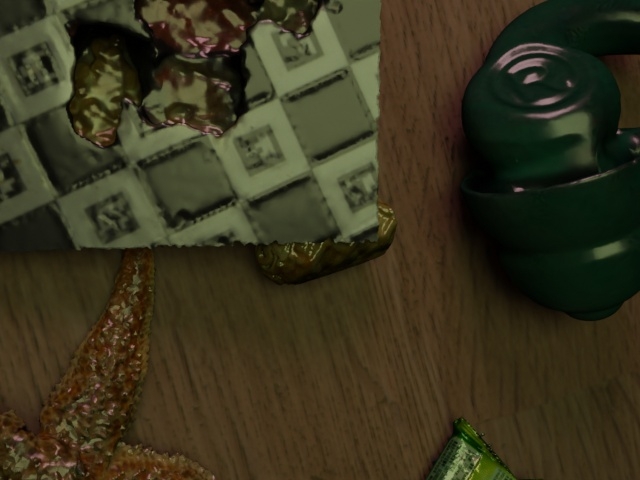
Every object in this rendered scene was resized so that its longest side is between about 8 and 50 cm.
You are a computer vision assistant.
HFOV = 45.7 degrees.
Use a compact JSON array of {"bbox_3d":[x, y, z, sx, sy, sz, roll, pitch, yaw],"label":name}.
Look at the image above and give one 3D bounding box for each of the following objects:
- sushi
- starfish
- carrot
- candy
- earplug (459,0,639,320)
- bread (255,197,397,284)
[{"bbox_3d":[-0.101,-0.135,0.560,0.294,0.059,0.292,1,95,-9],"label":"sushi"},{"bbox_3d":[-0.219,0.154,0.512,0.294,0.084,0.301,-16,93,-20],"label":"starfish"},{"bbox_3d":[-0.118,-0.181,0.601,0.139,0.048,0.048,25,77,-15],"label":"carrot"},{"bbox_3d":[0.105,0.247,0.628,0.102,0.032,0.178,36,76,-7],"label":"candy"},{"bbox_3d":[0.222,-0.074,0.660,0.257,0.164,0.280,-24,106,-54],"label":"earplug"},{"bbox_3d":[0.000,0.000,0.605,0.110,0.066,0.060,-21,103,-21],"label":"bread"}]
